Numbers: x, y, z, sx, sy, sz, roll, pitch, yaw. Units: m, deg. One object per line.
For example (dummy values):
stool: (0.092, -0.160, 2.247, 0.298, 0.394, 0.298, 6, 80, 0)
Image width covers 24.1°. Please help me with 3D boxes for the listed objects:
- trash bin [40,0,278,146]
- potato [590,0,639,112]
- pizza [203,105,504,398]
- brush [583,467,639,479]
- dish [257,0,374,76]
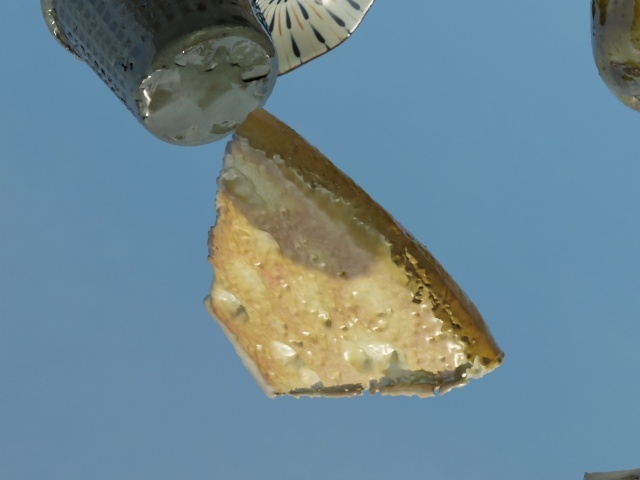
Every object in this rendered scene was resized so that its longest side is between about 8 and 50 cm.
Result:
trash bin: (-0.115, -0.169, 1.195, 0.175, 0.175, 0.161, -1, -139, -36)
potato: (0.251, -0.261, 0.940, 0.176, 0.195, 0.369, 19, -97, -19)
pizza: (-0.002, 0.006, 0.914, 0.204, 0.188, 0.080, 54, -127, -16)
brush: (0.221, 0.168, 0.913, 0.327, 0.065, 0.070, 22, -115, -62)
dish: (-0.026, -0.252, 1.508, 0.190, 0.191, 0.066, -14, -120, -41)
